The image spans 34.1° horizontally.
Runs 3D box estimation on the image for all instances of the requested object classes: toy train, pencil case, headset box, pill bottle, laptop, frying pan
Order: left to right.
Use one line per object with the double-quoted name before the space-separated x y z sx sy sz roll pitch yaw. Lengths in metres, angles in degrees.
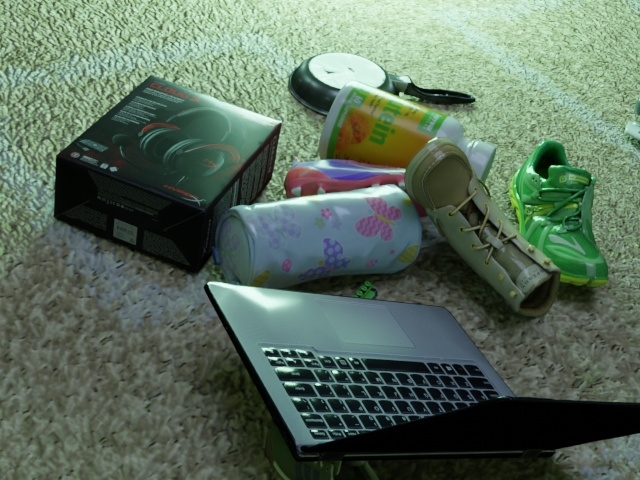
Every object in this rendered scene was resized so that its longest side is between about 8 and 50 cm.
"headset box" -0.200 -0.108 1.455 0.218 0.110 0.293 21 38 10
"pencil case" 0.000 0.000 1.375 0.273 0.113 0.124 -11 85 -29
"toy train" 0.051 0.081 1.371 0.024 0.017 0.083 34 40 10
"frying pan" 0.105 -0.256 1.803 0.326 0.053 0.197 14 38 5
"pill bottle" 0.133 -0.139 1.580 0.246 0.136 0.136 23 38 11
"laptop" 0.151 0.111 1.102 0.382 0.236 0.408 9 32 -38

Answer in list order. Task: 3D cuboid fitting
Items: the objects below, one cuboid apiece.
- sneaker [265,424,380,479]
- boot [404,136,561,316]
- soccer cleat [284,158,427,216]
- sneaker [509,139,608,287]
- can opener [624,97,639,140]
"sneaker" 0.016 0.241 1.094 0.064 0.086 0.192 -18 47 -35
"boot" 0.219 -0.011 1.382 0.095 0.262 0.203 -39 56 -3
"soccer cleat" 0.071 -0.084 1.510 0.248 0.083 0.095 0 44 6
"sneaker" 0.350 -0.044 1.540 0.110 0.123 0.295 5 39 -13
"can opener" 0.664 -0.165 1.818 0.076 0.095 0.283 -25 45 -39
